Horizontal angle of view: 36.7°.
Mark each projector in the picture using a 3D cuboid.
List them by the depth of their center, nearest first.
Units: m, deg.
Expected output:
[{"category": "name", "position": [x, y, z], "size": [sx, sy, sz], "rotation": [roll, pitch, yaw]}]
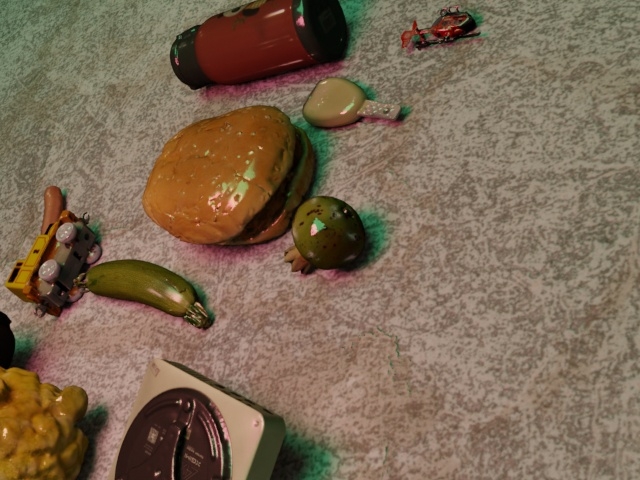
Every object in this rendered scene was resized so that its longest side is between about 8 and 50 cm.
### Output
[{"category": "projector", "position": [-0.186, 0.313, 1.280], "size": [0.257, 0.079, 0.259], "rotation": [17, 87, 44]}]

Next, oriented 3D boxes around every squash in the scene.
[{"category": "squash", "position": [-0.295, 0.075, 1.602], "size": [0.319, 0.071, 0.080], "rotation": [12, 105, 37]}]

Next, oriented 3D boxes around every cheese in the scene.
[{"category": "cheese", "position": [0.056, -0.222, 1.594], "size": [0.192, 0.037, 0.097], "rotation": [17, 70, 43]}]

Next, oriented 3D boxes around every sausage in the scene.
[{"category": "sausage", "position": [-0.522, -0.030, 1.861], "size": [0.043, 0.043, 0.186], "rotation": [-23, 47, 21]}]

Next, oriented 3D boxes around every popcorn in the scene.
[{"category": "popcorn", "position": [-0.488, 0.301, 1.462], "size": [0.250, 0.234, 0.241], "rotation": [0, 39, 22]}]

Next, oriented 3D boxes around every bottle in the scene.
[{"category": "bottle", "position": [-0.126, -0.359, 1.758], "size": [0.336, 0.144, 0.144], "rotation": [-10, 53, 32]}]

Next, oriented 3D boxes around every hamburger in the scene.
[{"category": "hamburger", "position": [-0.159, -0.107, 1.591], "size": [0.283, 0.145, 0.259], "rotation": [-10, 55, 37]}]

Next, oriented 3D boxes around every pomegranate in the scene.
[{"category": "pomegranate", "position": [0.000, 0.000, 1.428], "size": [0.142, 0.115, 0.114], "rotation": [-44, 38, 35]}]

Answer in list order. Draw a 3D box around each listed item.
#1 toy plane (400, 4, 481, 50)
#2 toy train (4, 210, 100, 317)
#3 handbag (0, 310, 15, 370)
[{"category": "toy plane", "position": [0.199, -0.348, 1.590], "size": [0.145, 0.037, 0.060], "rotation": [-3, 67, 29]}, {"category": "toy train", "position": [-0.483, 0.040, 1.742], "size": [0.127, 0.089, 0.219], "rotation": [2, 59, 30]}, {"category": "handbag", "position": [-0.623, 0.223, 1.576], "size": [0.093, 0.308, 0.253], "rotation": [32, 108, 9]}]
